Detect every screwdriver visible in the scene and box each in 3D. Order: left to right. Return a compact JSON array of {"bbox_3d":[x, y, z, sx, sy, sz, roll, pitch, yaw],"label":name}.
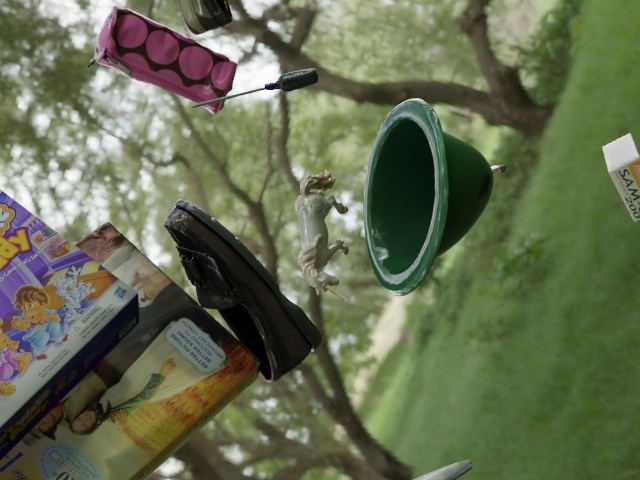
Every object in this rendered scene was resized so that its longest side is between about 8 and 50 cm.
[{"bbox_3d":[-0.086,-0.196,1.424,0.024,0.170,0.025,50,-149,-81],"label":"screwdriver"}]

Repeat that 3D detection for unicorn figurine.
[{"bbox_3d":[0.000,0.000,1.292,0.111,0.060,0.161,-7,-103,-67],"label":"unicorn figurine"}]

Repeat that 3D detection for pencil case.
[{"bbox_3d":[-0.224,-0.255,1.603,0.095,0.209,0.098,-56,24,33],"label":"pencil case"}]

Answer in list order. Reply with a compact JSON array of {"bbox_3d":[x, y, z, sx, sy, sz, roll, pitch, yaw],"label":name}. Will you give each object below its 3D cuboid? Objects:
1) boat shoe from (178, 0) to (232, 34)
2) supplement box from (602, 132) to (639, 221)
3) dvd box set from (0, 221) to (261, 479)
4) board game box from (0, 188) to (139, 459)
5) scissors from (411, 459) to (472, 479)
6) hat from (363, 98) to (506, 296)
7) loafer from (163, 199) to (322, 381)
[{"bbox_3d":[-0.181,-0.413,1.600,0.080,0.073,0.223,-64,-38,-66],"label":"boat shoe"},{"bbox_3d":[0.327,-0.067,1.155,0.036,0.062,0.098,-27,12,18],"label":"supplement box"},{"bbox_3d":[-0.329,0.195,1.410,0.420,0.308,0.062,-39,-18,-30],"label":"dvd box set"},{"bbox_3d":[-0.412,0.127,1.271,0.347,0.233,0.078,-47,-16,-30],"label":"board game box"},{"bbox_3d":[0.054,0.196,0.855,0.297,0.109,0.021,-14,-72,-76],"label":"scissors"},{"bbox_3d":[0.153,-0.042,1.037,0.173,0.184,0.208,122,147,-50],"label":"hat"},{"bbox_3d":[-0.107,0.074,1.416,0.095,0.109,0.302,-51,-53,-14],"label":"loafer"}]
